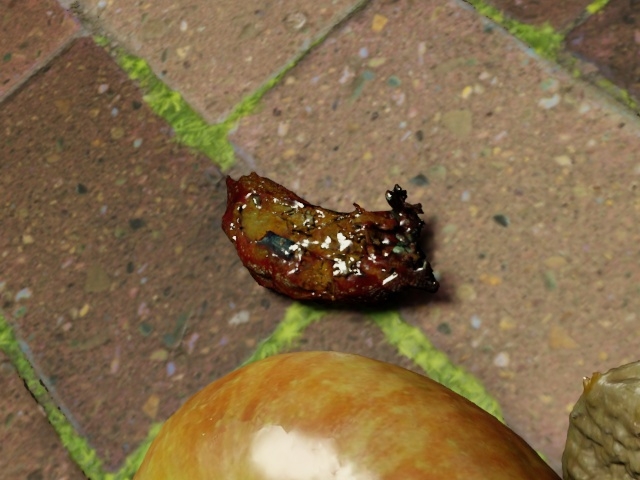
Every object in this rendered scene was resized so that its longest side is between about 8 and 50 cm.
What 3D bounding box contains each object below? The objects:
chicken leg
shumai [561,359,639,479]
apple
[{"bbox_3d":[0.000,0.000,1.152,0.233,0.063,0.105,8,56,35],"label":"chicken leg"},{"bbox_3d":[0.250,0.133,0.838,0.175,0.206,0.166,-33,27,-26],"label":"shumai"},{"bbox_3d":[0.030,0.209,0.848,0.277,0.250,0.309,-40,63,20],"label":"apple"}]
